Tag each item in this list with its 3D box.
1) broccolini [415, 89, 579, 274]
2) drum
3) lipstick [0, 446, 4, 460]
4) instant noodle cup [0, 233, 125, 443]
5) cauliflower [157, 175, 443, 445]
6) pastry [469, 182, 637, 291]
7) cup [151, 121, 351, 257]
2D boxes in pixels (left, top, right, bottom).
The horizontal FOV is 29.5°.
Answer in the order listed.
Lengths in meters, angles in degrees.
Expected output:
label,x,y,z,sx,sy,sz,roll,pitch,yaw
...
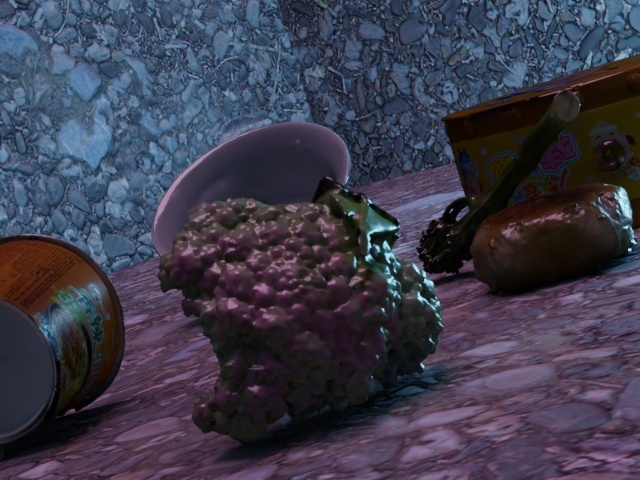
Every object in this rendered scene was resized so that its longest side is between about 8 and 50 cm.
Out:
label,x,y,z,sx,sy,sz,roll,pitch,yaw
broccolini,0.208,-0.056,1.500,0.079,0.074,0.392,17,-30,-6
drum,0.402,-0.139,1.781,0.431,0.214,0.431,-16,6,2
lipstick,-0.380,0.236,1.343,0.019,0.019,0.094,-21,7,-42
instant noodle cup,-0.352,0.120,1.375,0.230,0.230,0.182,-16,9,9
cauliflower,-0.022,0.082,1.123,0.257,0.239,0.315,-5,-32,-16
pastry,0.274,-0.006,1.434,0.193,0.093,0.182,-15,7,23
cup,-0.086,-0.023,1.984,0.347,0.163,0.347,-17,40,15
